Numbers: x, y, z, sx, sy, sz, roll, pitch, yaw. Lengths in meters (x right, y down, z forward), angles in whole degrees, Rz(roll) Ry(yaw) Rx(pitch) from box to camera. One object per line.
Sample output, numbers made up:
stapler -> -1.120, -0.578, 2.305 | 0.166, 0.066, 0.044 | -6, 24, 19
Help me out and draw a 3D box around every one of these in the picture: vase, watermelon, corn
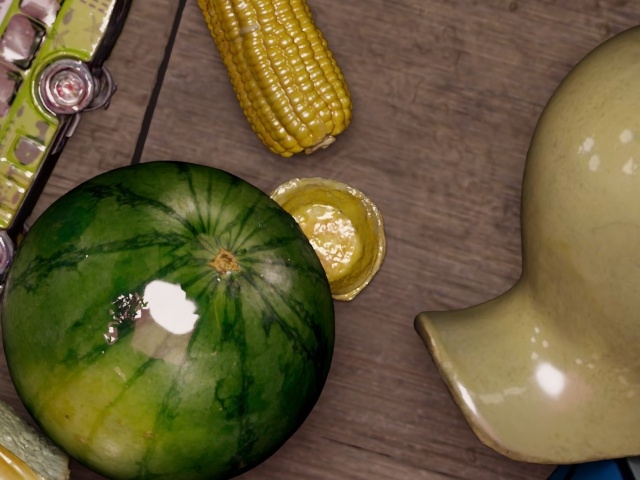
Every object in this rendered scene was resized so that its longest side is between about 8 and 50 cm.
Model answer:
vase -> 0.272, 0.024, 1.295 | 0.329, 0.241, 0.302 | 19, 113, -27
watermelon -> -0.109, 0.060, 1.288 | 0.242, 0.242, 0.242 | 0, 99, 2
corn -> -0.051, -0.170, 1.330 | 0.080, 0.080, 0.231 | -26, 97, 6

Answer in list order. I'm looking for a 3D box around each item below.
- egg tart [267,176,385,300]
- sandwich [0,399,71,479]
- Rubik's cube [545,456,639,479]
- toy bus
egg tart -> 0.000, 0.000, 1.373 | 0.105, 0.039, 0.105 | 0, 97, 1
sandwich -> -0.292, 0.119, 1.283 | 0.251, 0.226, 0.087 | 38, 90, -7
Rubik's cube -> 0.237, 0.314, 1.306 | 0.250, 0.246, 0.248 | 36, 100, -4
toy bus -> -0.250, -0.084, 1.338 | 0.139, 0.113, 0.302 | 28, 96, -2
